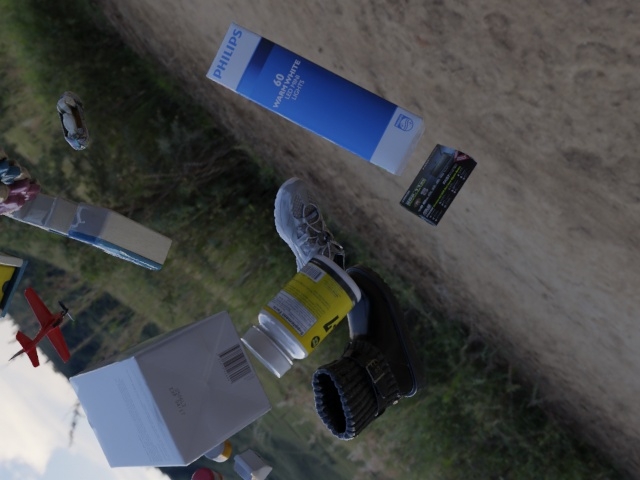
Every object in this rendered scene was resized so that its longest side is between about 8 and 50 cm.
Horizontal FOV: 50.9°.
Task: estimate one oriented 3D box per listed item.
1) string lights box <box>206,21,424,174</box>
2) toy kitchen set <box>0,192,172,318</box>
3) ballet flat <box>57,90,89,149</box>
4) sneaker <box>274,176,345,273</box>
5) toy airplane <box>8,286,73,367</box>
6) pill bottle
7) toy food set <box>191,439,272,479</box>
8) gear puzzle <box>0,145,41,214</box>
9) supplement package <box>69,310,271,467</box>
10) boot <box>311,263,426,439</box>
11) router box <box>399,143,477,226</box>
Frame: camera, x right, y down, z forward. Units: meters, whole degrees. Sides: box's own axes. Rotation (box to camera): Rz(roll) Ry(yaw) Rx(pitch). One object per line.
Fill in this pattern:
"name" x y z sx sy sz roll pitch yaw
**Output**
"string lights box" 0.001 -0.175 0.855 0.259 0.077 0.133 28 -172 7
"toy kitchen set" -0.323 0.036 0.834 0.207 0.166 0.122 15 170 28
"ballet flat" -0.386 -0.194 1.037 0.041 0.041 0.114 77 170 -66
"sneaker" 0.000 0.000 1.340 0.115 0.105 0.281 5 126 41
"toy airplane" -0.467 0.153 1.128 0.151 0.028 0.151 -12 -90 -68
"pill bottle" -0.036 0.135 1.202 0.119 0.208 0.119 41 166 13
"toy food set" -0.124 0.391 1.037 0.232 0.111 0.104 35 168 29
"gear puzzle" -0.452 -0.018 0.640 0.175 0.338 0.044 138 118 -77
"supplement package" -0.254 0.249 1.101 0.293 0.175 0.178 -23 93 49
"boot" 0.074 0.241 1.513 0.131 0.260 0.348 -39 73 53
"router box" 0.187 -0.091 1.080 0.038 0.122 0.092 31 -175 -19
